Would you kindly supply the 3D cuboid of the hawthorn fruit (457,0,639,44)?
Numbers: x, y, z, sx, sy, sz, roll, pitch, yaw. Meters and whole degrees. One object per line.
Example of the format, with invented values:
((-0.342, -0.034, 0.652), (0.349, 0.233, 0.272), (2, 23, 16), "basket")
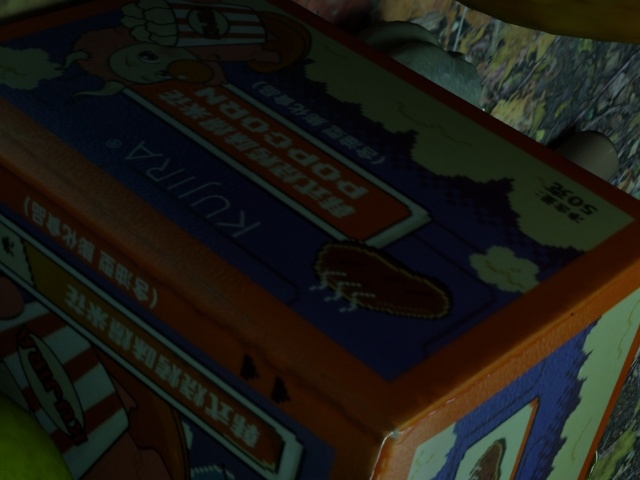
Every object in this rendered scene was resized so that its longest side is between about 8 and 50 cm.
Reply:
((0.168, -0.301, 0.584), (0.472, 0.472, 0.471), (-38, 147, -30), "hawthorn fruit")

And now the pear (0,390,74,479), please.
((-0.233, 0.203, 0.615), (0.287, 0.287, 0.375), (-41, 118, -25), "pear")

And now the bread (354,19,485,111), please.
((-0.002, -0.003, 0.995), (0.183, 0.102, 0.337), (-16, 135, -45), "bread")

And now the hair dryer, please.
((0.251, -0.029, 1.408), (0.117, 0.064, 0.181), (-39, 156, -31), "hair dryer")

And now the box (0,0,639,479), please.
((-0.047, 0.074, 0.740), (0.257, 0.349, 0.318), (-28, 143, -41), "box")

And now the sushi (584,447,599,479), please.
((0.204, 0.187, 1.402), (0.200, 0.204, 0.213), (-28, 136, -34), "sushi")
